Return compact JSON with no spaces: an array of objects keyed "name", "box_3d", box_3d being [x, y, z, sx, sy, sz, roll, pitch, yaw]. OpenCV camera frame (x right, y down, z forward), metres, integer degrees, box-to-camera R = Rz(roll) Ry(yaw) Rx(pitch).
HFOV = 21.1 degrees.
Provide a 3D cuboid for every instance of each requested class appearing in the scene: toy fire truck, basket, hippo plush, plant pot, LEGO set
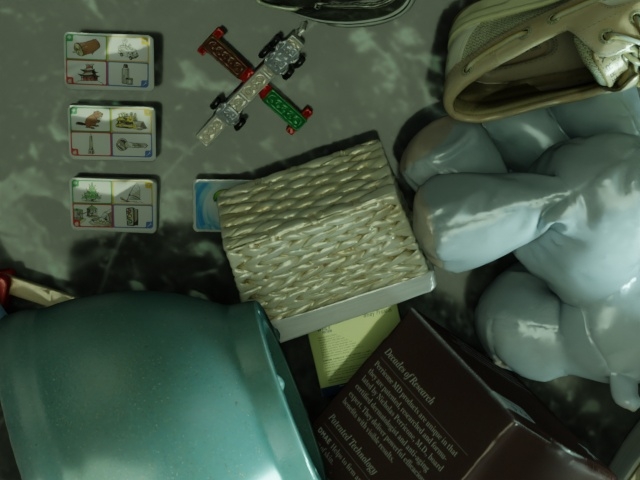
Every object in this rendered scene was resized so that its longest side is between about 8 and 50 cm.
[{"name":"toy fire truck","box_3d":[-0.223,0.098,1.521,0.192,0.047,0.135,4,99,0]},{"name":"basket","box_3d":[0.000,0.000,1.457,0.167,0.113,0.103,-19,123,4]},{"name":"hippo plush","box_3d":[0.227,-0.004,1.449,0.294,0.234,0.236,-3,131,23]},{"name":"plant pot","box_3d":[-0.108,0.160,1.359,0.196,0.293,0.293,-22,98,3]},{"name":"LEGO set","box_3d":[-0.097,-0.098,1.505,0.244,0.060,0.182,1,111,1]}]

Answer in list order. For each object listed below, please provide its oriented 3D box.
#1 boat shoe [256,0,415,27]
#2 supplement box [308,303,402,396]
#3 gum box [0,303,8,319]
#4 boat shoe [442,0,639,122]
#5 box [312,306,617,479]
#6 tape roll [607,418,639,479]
[{"name":"boat shoe","box_3d":[-0.025,-0.226,1.459,0.219,0.070,0.078,10,99,-1]},{"name":"supplement box","box_3d":[0.032,0.083,1.513,0.083,0.056,0.083,-13,99,2]},{"name":"gum box","box_3d":[-0.363,0.084,1.493,0.184,0.041,0.157,-32,96,23]},{"name":"boat shoe","box_3d":[0.234,-0.159,1.346,0.302,0.098,0.109,-12,134,29]},{"name":"box","box_3d":[0.099,0.204,1.446,0.203,0.167,0.168,-50,133,6]},{"name":"tape roll","box_3d":[0.306,0.240,1.422,0.100,0.286,0.286,31,98,-5]}]
